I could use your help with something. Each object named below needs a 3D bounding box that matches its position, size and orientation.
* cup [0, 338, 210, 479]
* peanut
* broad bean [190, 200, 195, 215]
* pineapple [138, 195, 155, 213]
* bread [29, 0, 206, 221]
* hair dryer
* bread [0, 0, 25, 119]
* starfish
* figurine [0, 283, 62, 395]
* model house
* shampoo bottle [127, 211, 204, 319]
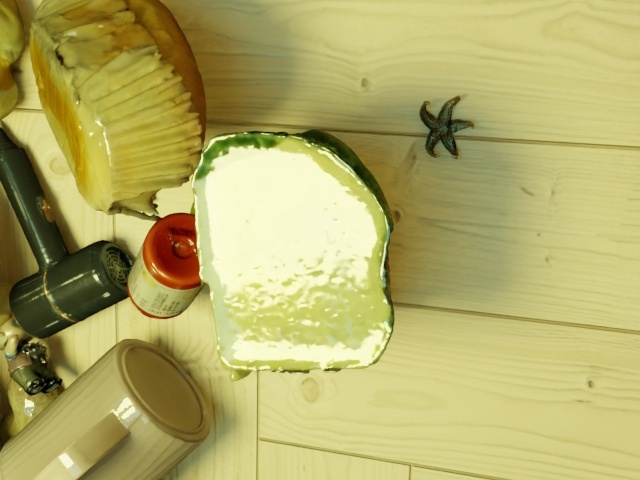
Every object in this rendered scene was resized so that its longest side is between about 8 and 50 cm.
[{"bbox_3d":[-0.346,0.302,1.468,0.273,0.288,0.208,-42,60,14],"label":"cup"},{"bbox_3d":[-0.492,0.310,1.631,0.104,0.086,0.227,22,107,23],"label":"peanut"},{"bbox_3d":[-0.162,-0.051,1.458,0.063,0.045,0.083,42,104,4],"label":"broad bean"},{"bbox_3d":[-0.277,-0.081,1.503,0.045,0.019,0.083,-6,97,23],"label":"pineapple"},{"bbox_3d":[-0.272,-0.208,1.310,0.388,0.183,0.236,58,149,36],"label":"bread"},{"bbox_3d":[-0.437,-0.038,1.533,0.189,0.107,0.352,-25,88,20],"label":"hair dryer"},{"bbox_3d":[-0.624,-0.295,1.476,0.341,0.210,0.300,-8,102,20],"label":"bread"},{"bbox_3d":[0.169,-0.158,1.326,0.078,0.028,0.091,23,106,7],"label":"starfish"},{"bbox_3d":[-0.491,0.159,1.562,0.196,0.114,0.108,50,119,24],"label":"figurine"},{"bbox_3d":[0.000,0.000,1.291,0.261,0.266,0.321,-3,101,18],"label":"model house"},{"bbox_3d":[-0.222,0.052,1.404,0.104,0.104,0.278,50,154,3],"label":"shampoo bottle"}]
